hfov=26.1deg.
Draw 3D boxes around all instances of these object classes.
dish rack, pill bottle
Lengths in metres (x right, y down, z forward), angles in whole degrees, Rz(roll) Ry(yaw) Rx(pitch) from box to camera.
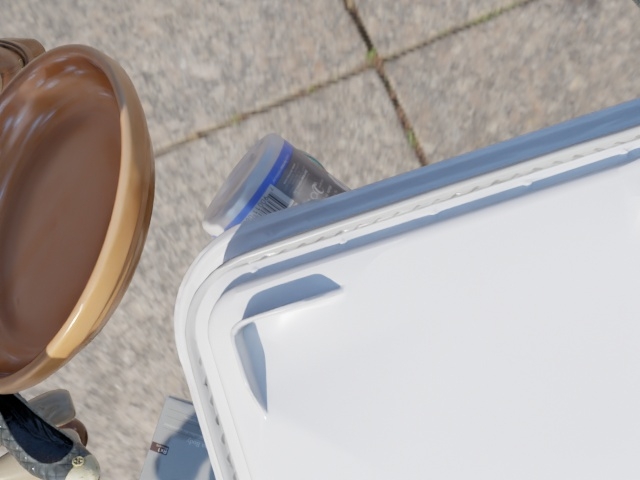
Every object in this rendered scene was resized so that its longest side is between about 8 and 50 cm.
[{"bbox_3d":[0.105,0.093,0.616,0.333,0.072,0.285,-18,86,11],"label":"dish rack"},{"bbox_3d":[0.000,0.000,0.889,0.137,0.078,0.078,37,79,-13],"label":"pill bottle"}]

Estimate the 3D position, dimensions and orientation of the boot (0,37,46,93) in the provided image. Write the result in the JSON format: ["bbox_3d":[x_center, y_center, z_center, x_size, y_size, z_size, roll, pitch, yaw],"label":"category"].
[{"bbox_3d":[-0.353,-0.136,1.234,0.197,0.152,0.073,-1,112,20],"label":"boot"}]

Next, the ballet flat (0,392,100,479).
[{"bbox_3d":[-0.299,0.203,1.438,0.173,0.049,0.057,30,44,22],"label":"ballet flat"}]

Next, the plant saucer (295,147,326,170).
[{"bbox_3d":[-0.022,-0.069,1.794,0.119,0.021,0.119,17,62,-35],"label":"plant saucer"}]

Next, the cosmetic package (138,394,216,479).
[{"bbox_3d":[-0.182,0.338,1.864,0.127,0.107,0.238,16,83,3],"label":"cosmetic package"}]

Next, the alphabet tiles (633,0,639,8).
[{"bbox_3d":[0.503,-0.273,1.729,0.237,0.009,0.198,-26,71,-42],"label":"alphabet tiles"}]

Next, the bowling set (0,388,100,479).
[{"bbox_3d":[-0.350,0.269,1.635,0.154,0.200,0.287,-19,80,-7],"label":"bowling set"}]

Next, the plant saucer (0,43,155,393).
[{"bbox_3d":[-0.152,-0.010,0.771,0.037,0.200,0.200,19,73,-39],"label":"plant saucer"}]
